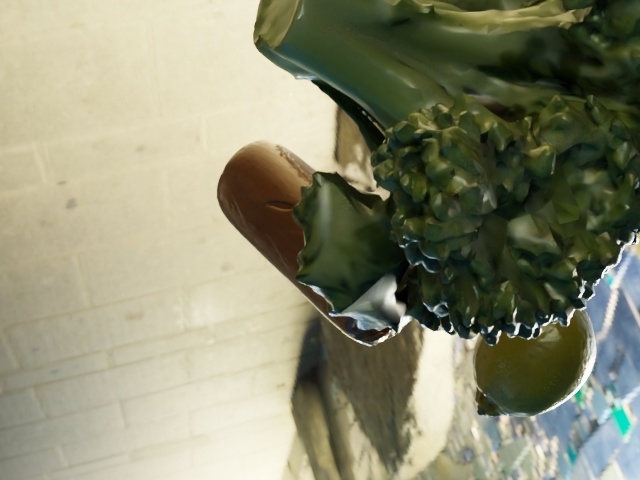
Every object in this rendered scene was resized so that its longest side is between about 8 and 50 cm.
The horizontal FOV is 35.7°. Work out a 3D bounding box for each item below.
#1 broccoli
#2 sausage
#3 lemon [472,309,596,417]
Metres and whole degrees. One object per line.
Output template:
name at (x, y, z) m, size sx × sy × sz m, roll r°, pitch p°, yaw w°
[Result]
broccoli at (0.118, -0.091, 0.695) m, size 0.318 × 0.338 × 0.277 m, roll -6°, pitch -170°, yaw -19°
sausage at (0.001, 0.001, 1.155) m, size 0.121 × 0.304 × 0.121 m, roll -29°, pitch 141°, yaw -26°
lemon at (0.333, 0.181, 1.560) m, size 0.184 × 0.184 × 0.248 m, roll 14°, pitch 110°, yaw -51°
